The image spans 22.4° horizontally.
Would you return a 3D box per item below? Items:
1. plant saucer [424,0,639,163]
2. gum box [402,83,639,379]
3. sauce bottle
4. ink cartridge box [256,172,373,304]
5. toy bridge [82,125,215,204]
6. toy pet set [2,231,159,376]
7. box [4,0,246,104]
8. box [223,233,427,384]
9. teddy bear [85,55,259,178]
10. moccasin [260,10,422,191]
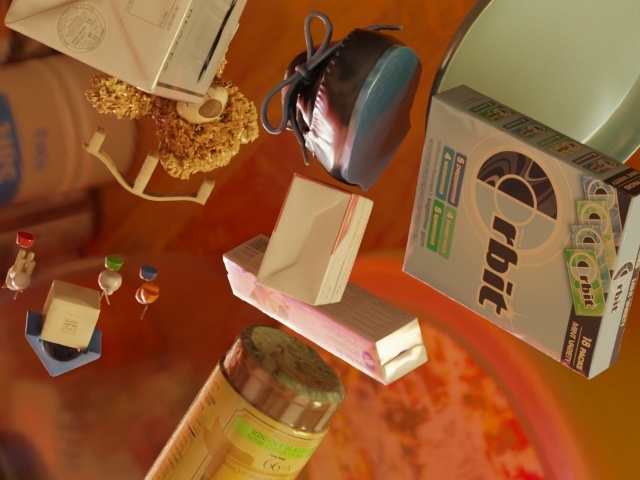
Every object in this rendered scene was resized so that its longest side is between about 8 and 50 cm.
[{"bbox_3d":[0.217,-0.156,1.474,0.044,0.317,0.318,46,136,39],"label":"plant saucer"},{"bbox_3d":[0.151,-0.008,1.200,0.184,0.041,0.157,31,127,33],"label":"gum box"},{"bbox_3d":[-0.107,0.237,1.379,0.111,0.111,0.344,43,110,35],"label":"sauce bottle"},{"bbox_3d":[0.000,0.000,1.623,0.067,0.198,0.115,20,93,8],"label":"ink cartridge box"},{"bbox_3d":[-0.244,-0.094,2.248,0.063,0.188,0.026,-61,13,21],"label":"toy bridge"},{"bbox_3d":[-0.198,0.058,1.310,0.114,0.122,0.065,-107,36,-64],"label":"toy pet set"},{"bbox_3d":[-0.091,-0.175,0.976,0.087,0.290,0.169,24,95,0],"label":"box"},{"bbox_3d":[-0.001,0.076,1.911,0.324,0.067,0.063,26,139,49],"label":"box"},{"bbox_3d":[-0.216,-0.254,2.195,0.113,0.245,0.338,-43,59,45],"label":"teddy bear"},{"bbox_3d":[0.009,-0.118,1.460,0.117,0.138,0.342,35,169,6],"label":"moccasin"}]
